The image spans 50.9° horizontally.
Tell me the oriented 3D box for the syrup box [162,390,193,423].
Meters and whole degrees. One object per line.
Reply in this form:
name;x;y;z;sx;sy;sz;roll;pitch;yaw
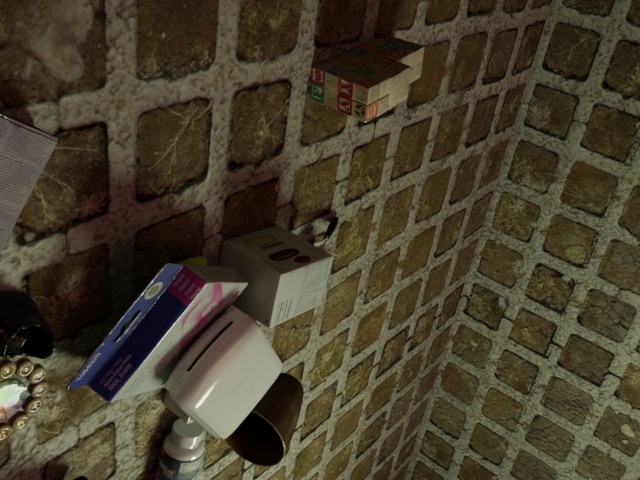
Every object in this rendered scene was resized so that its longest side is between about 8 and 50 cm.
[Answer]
syrup box;-0.300;0.323;1.668;0.096;0.093;0.237;-8;121;-56

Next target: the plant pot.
plant pot;-0.147;0.503;1.984;0.230;0.215;0.216;-47;151;-51

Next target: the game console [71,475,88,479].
game console;-0.587;0.708;1.448;0.361;0.213;0.044;-50;145;2

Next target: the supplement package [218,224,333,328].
supplement package;-0.115;0.081;1.647;0.203;0.194;0.149;-19;130;-51

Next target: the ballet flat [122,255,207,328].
ballet flat;-0.338;0.107;1.449;0.231;0.077;0.077;-49;132;-17

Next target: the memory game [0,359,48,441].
memory game;-0.598;0.307;1.266;0.186;0.012;0.186;-39;144;-35

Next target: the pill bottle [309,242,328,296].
pill bottle;-0.021;0.088;1.913;0.087;0.087;0.160;-37;143;-36

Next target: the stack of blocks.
stack of blocks;0.135;-0.406;1.646;0.297;0.171;0.087;-36;142;-38

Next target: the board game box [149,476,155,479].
board game box;-0.505;0.811;1.774;0.301;0.086;0.309;-26;135;-46

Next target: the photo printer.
photo printer;-0.219;0.307;1.559;0.256;0.107;0.308;-49;152;-19

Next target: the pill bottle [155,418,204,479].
pill bottle;-0.364;0.561;1.758;0.108;0.107;0.180;-12;125;-54

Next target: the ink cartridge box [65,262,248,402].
ink cartridge box;-0.323;0.192;1.406;0.324;0.071;0.330;-50;168;7

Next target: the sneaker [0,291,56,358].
sneaker;-0.542;0.128;1.081;0.109;0.130;0.286;-60;150;2

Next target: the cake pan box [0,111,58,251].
cake pan box;-0.538;-0.087;0.964;0.246;0.070;0.266;-61;151;4

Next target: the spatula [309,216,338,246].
spatula;0.000;0.000;1.844;0.084;0.030;0.296;-59;174;31
